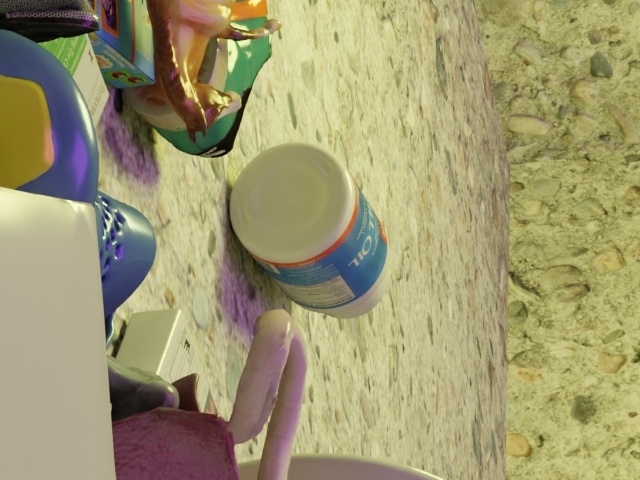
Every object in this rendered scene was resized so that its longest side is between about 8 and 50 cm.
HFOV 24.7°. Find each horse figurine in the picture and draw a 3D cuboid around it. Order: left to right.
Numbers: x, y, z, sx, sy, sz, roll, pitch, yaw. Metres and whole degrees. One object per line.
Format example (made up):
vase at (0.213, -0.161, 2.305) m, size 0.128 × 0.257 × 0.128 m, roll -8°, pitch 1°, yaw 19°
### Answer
horse figurine at (-0.095, -0.222, 1.066) m, size 0.174 × 0.066 × 0.263 m, roll -38°, pitch 119°, yaw -47°

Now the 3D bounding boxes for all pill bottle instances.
pill bottle at (0.000, 0.000, 1.452) m, size 0.221 × 0.124 × 0.124 m, roll 53°, pitch 34°, yaw -64°

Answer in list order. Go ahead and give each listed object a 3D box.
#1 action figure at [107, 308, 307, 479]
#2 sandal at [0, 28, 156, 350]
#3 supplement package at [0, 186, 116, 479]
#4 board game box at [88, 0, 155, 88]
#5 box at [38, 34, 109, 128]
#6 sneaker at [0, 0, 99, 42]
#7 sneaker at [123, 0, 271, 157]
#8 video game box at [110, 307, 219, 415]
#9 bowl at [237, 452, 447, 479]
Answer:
action figure at (-0.078, 0.252, 0.788) m, size 0.248 × 0.276 × 0.370 m, roll 39°, pitch 32°, yaw -78°
sandal at (-0.132, -0.003, 0.614) m, size 0.317 × 0.138 × 0.126 m, roll 149°, pitch -62°, yaw -66°
supplement package at (-0.195, 0.061, 0.409) m, size 0.139 × 0.244 × 0.134 m, roll 15°, pitch 69°, yaw -74°
board game box at (-0.173, -0.215, 1.033) m, size 0.211 × 0.039 × 0.160 m, roll 39°, pitch 46°, yaw -71°
box at (-0.185, -0.083, 0.804) m, size 0.101 × 0.102 × 0.087 m, roll -80°, pitch 161°, yaw -51°
sneaker at (-0.193, -0.112, 0.665) m, size 0.268 × 0.153 × 0.101 m, roll -66°, pitch 145°, yaw -57°
sneaker at (-0.096, -0.211, 1.223) m, size 0.121 × 0.108 × 0.302 m, roll 57°, pitch 38°, yaw -62°
video game box at (-0.117, 0.184, 1.069) m, size 0.205 × 0.048 × 0.187 m, roll -76°, pitch 153°, yaw -53°
bowl at (0.000, 0.288, 0.934) m, size 0.134 × 0.298 × 0.298 m, roll -89°, pitch 166°, yaw -54°
